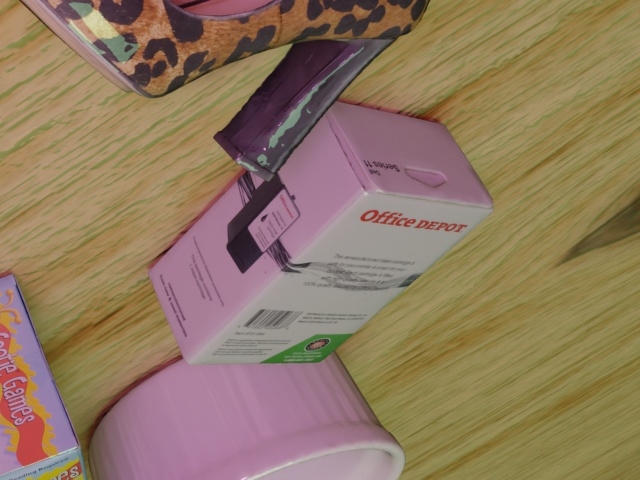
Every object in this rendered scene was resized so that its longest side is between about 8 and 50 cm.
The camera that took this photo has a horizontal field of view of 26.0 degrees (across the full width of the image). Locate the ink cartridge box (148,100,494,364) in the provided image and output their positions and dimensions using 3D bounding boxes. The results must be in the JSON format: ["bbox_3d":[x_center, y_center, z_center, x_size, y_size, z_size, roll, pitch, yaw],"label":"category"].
[{"bbox_3d":[0.000,0.000,1.009,0.153,0.087,0.208,6,139,-49],"label":"ink cartridge box"}]

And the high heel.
[{"bbox_3d":[-0.045,-0.154,0.720,0.186,0.093,0.261,-50,142,6],"label":"high heel"}]

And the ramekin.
[{"bbox_3d":[-0.075,0.200,1.253,0.277,0.135,0.277,-21,153,-11],"label":"ramekin"}]

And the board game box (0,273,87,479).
[{"bbox_3d":[-0.253,0.168,1.013,0.142,0.144,0.275,-19,153,-15],"label":"board game box"}]
